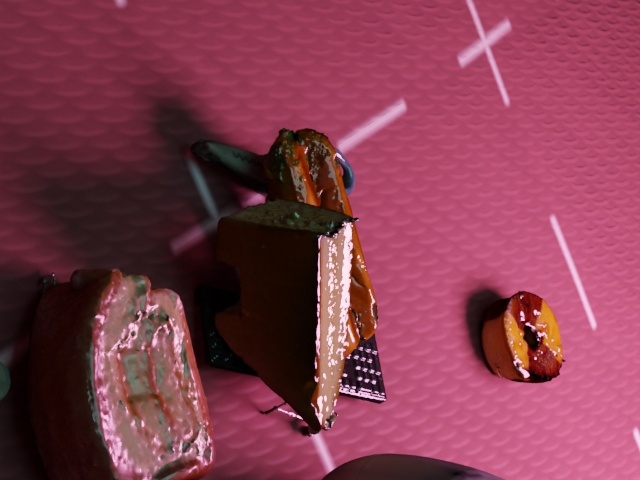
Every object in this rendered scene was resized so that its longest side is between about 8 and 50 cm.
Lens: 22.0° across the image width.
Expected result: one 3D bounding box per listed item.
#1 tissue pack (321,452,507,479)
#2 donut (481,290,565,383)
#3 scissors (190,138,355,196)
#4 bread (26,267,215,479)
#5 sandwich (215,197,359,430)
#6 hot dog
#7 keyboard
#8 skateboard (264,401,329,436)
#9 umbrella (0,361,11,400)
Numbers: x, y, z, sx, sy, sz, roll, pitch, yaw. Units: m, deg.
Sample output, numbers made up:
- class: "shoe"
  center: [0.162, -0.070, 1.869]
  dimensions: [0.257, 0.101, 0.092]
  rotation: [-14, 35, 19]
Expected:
- class: "tissue pack"
  center: [0.128, 0.367, 1.834]
  dimensions: [0.333, 0.236, 0.229]
  rotation: [27, 66, -45]
- class: "donut"
  center: [0.271, 0.136, 2.231]
  dimensions: [0.140, 0.059, 0.140]
  rotation: [21, 62, -47]
- class: "scissors"
  center: [-0.047, -0.070, 1.903]
  dimensions: [0.289, 0.041, 0.138]
  rotation: [20, 65, -49]
- class: "bread"
  center: [-0.196, 0.139, 1.573]
  dimensions: [0.190, 0.123, 0.244]
  rotation: [-17, 90, -52]
- class: "sandwich"
  center: [-0.032, 0.077, 1.764]
  dimensions: [0.122, 0.128, 0.236]
  rotation: [-32, 130, -57]
- class: "hot dog"
  center: [0.000, 0.000, 1.863]
  dimensions: [0.115, 0.072, 0.269]
  rotation: [-25, 104, -43]
- class: "keyboard"
  center: [-0.028, 0.118, 1.870]
  dimensions: [0.309, 0.018, 0.101]
  rotation: [19, 53, -48]
- class: "skateboard"
  center: [-0.028, 0.182, 1.856]
  dimensions: [0.083, 0.032, 0.064]
  rotation: [25, 49, -48]
- class: "umbrella"
  center: [-0.335, 0.116, 1.452]
  dimensions: [0.143, 0.062, 0.067]
  rotation: [18, 30, -49]
